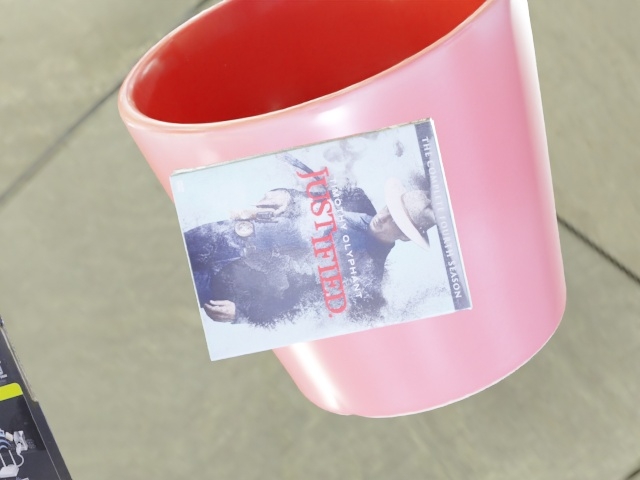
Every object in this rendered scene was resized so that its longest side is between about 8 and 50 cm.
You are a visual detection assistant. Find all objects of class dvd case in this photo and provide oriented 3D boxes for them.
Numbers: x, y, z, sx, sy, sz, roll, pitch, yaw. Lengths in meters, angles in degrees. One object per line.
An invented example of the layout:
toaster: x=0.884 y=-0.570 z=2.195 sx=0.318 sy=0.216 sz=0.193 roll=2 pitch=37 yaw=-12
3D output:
dvd case: x=0.000 y=0.000 z=0.844 sx=0.119 sy=0.013 sz=0.087 roll=-11 pitch=95 yaw=7

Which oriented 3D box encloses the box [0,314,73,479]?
box: x=-0.194 y=0.115 z=0.711 sx=0.060 sy=0.270 sz=0.216 roll=-29 pitch=83 yaw=28

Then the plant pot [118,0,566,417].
plant pot: x=0.037 y=-0.036 z=1.258 sx=0.275 sy=0.243 sz=0.275 roll=-18 pitch=24 yaw=8
